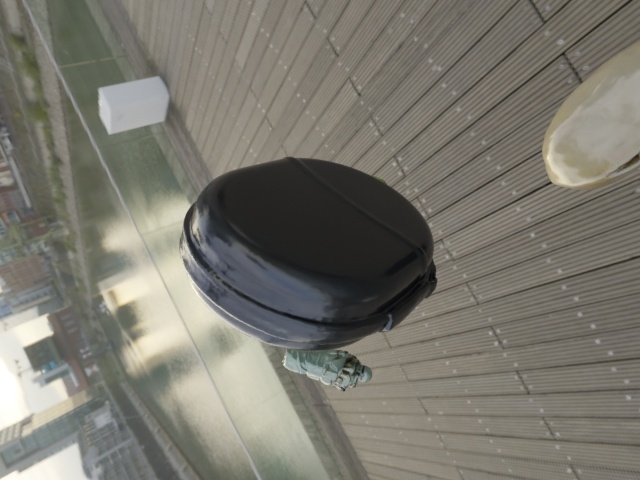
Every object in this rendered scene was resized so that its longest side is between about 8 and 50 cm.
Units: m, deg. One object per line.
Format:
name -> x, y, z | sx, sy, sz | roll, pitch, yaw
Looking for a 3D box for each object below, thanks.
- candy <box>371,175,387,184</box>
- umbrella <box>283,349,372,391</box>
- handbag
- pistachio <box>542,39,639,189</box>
candy -> 0.084, -0.179, 1.346 | 0.073, 0.262, 0.077 | -53, 27, 39
umbrella -> 0.012, 0.200, 0.741 | 0.067, 0.144, 0.062 | -62, -16, -78
handbag -> 0.000, -0.001, 0.521 | 0.254, 0.308, 0.093 | 35, 125, 23
pistachio -> 0.376, -0.156, 0.576 | 0.223, 0.126, 0.152 | -54, 22, 25
